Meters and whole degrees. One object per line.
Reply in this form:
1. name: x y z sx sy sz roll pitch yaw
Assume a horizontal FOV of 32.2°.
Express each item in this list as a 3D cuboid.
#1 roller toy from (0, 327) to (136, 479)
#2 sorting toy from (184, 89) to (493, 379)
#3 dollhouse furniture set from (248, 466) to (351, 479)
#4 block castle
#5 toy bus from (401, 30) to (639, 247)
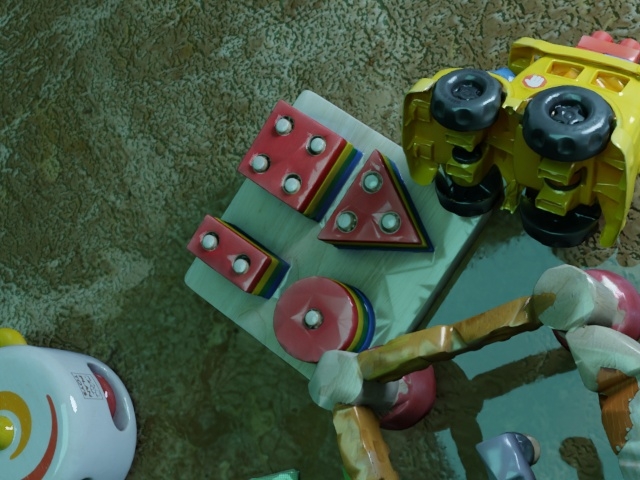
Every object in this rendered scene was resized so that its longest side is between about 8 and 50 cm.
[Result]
1. roller toy: -0.314 0.211 1.226 0.191 0.146 0.209 10 83 24
2. sorting toy: 0.000 0.000 1.163 0.255 0.089 0.257 35 94 25
3. dollhouse furniture set: -0.016 0.268 1.135 0.151 0.058 0.076 -17 73 19
4. block castle: 0.201 0.264 0.961 0.303 0.213 0.453 -23 71 20
5. toy bus: 0.214 -0.125 1.065 0.220 0.149 0.211 18 56 23
